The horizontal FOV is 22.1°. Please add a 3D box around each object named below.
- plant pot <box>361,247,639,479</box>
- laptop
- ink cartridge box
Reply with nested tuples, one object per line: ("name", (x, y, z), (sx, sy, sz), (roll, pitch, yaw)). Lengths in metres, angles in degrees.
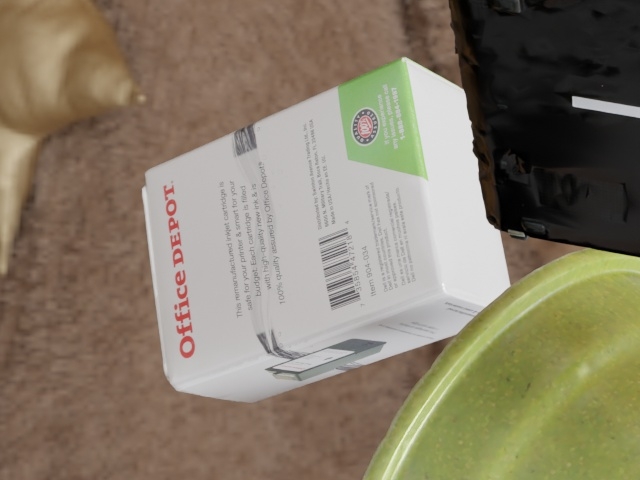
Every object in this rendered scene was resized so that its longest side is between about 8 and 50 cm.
("plant pot", (0.194, 0.179, 0.836), (0.254, 0.276, 0.276), (32, 108, 38))
("laptop", (0.181, -0.054, 0.554), (0.234, 0.264, 0.136), (10, 64, 17))
("ink cartridge box", (0.000, 0.000, 1.333), (0.273, 0.115, 0.198), (-21, 67, 31))
